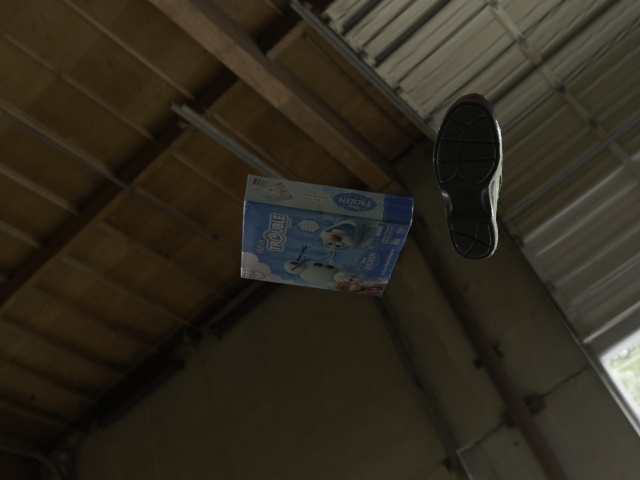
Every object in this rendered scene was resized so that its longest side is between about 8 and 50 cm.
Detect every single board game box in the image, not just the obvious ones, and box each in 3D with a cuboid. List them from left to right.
[{"bbox_3d":[0.000,0.000,0.454,0.090,0.020,0.090,9,-30,-2],"label":"board game box"}]

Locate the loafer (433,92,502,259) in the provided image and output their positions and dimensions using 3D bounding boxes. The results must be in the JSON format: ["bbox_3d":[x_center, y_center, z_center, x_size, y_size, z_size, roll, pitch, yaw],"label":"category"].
[{"bbox_3d":[0.249,-0.111,1.299,0.109,0.095,0.302,4,-53,19],"label":"loafer"}]
